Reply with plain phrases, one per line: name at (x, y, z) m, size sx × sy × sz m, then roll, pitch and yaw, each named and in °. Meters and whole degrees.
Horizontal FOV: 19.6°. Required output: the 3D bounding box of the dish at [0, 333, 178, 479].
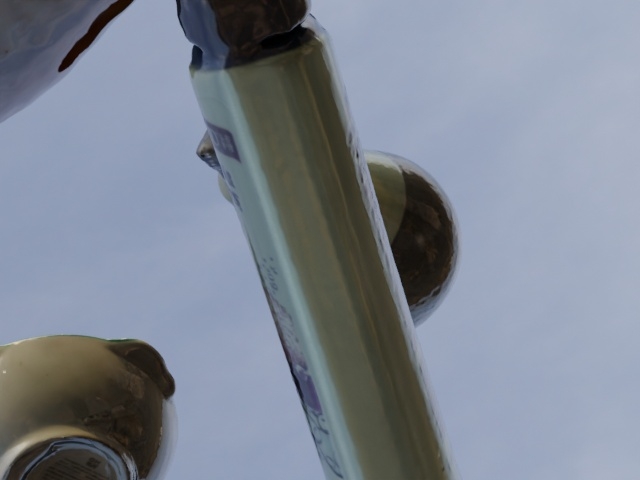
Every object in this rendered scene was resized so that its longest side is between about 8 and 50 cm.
dish at (-0.196, 0.184, 1.465) m, size 0.224 × 0.078 × 0.246 m, roll -37°, pitch -57°, yaw 8°

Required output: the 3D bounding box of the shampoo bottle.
shampoo bottle at (0.000, 0.000, 1.028) m, size 0.078 × 0.134 × 0.359 m, roll -16°, pitch -64°, yaw 4°

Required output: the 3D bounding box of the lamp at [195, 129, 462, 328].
lamp at (-0.009, -0.011, 1.684) m, size 0.314 × 0.182 × 0.182 m, roll 18°, pitch -112°, yaw -38°

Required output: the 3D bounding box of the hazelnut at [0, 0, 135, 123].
hazelnut at (-0.254, -0.254, 1.208) m, size 0.359 × 0.359 × 0.409 m, roll 42°, pitch -80°, yaw -19°
